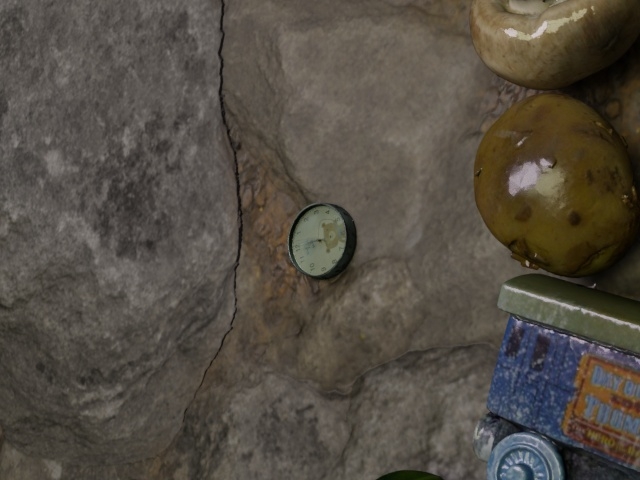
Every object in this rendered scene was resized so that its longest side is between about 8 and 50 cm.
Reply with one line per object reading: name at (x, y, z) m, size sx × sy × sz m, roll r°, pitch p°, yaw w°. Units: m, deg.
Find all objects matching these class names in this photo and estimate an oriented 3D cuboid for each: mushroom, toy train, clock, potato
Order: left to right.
clock at (0.000, 0.000, 1.061) m, size 0.085 × 0.017 × 0.085 m, roll -8°, pitch 77°, yaw 37°
potato at (0.200, -0.052, 0.849) m, size 0.137 × 0.137 × 0.176 m, roll -49°, pitch 51°, yaw 20°
mushroom at (0.207, -0.213, 0.862) m, size 0.166 × 0.127 × 0.166 m, roll -24°, pitch 38°, yaw 20°
toy train at (0.256, 0.149, 0.751) m, size 0.300 × 0.131 × 0.202 m, roll 17°, pitch 94°, yaw 43°

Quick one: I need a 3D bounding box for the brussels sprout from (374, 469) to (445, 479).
brussels sprout at (0.084, 0.284, 0.882) m, size 0.155 × 0.117 × 0.155 m, roll 10°, pitch 102°, yaw 55°
